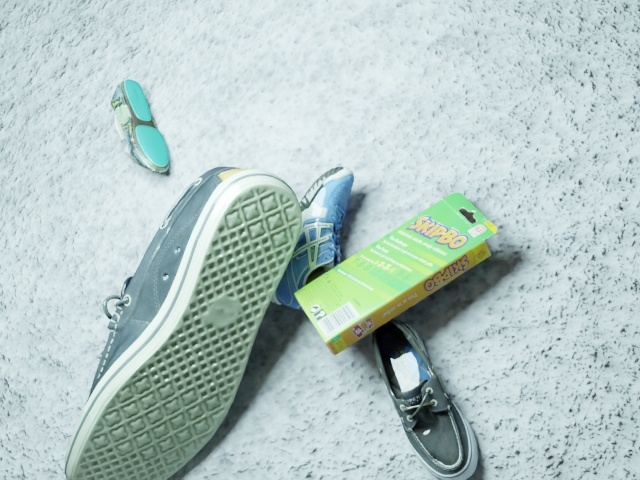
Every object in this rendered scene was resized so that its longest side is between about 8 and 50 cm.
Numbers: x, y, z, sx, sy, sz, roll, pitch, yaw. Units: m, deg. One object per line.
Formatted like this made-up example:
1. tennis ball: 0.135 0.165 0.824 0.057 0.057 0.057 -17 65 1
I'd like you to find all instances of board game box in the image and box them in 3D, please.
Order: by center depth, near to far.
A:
1. board game box: 0.099 0.037 1.508 0.259 0.039 0.124 -34 35 -1

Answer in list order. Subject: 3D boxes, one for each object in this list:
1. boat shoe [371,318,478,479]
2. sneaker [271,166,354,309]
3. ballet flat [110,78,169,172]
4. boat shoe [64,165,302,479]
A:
1. boat shoe: 0.122 0.190 1.445 0.080 0.076 0.228 -27 58 12
2. sneaker: 0.000 0.000 1.599 0.081 0.080 0.211 26 90 26
3. ballet flat: -0.284 -0.165 1.822 0.070 0.070 0.188 -28 56 12
4. boat shoe: -0.192 0.121 1.558 0.156 0.187 0.500 37 102 55
